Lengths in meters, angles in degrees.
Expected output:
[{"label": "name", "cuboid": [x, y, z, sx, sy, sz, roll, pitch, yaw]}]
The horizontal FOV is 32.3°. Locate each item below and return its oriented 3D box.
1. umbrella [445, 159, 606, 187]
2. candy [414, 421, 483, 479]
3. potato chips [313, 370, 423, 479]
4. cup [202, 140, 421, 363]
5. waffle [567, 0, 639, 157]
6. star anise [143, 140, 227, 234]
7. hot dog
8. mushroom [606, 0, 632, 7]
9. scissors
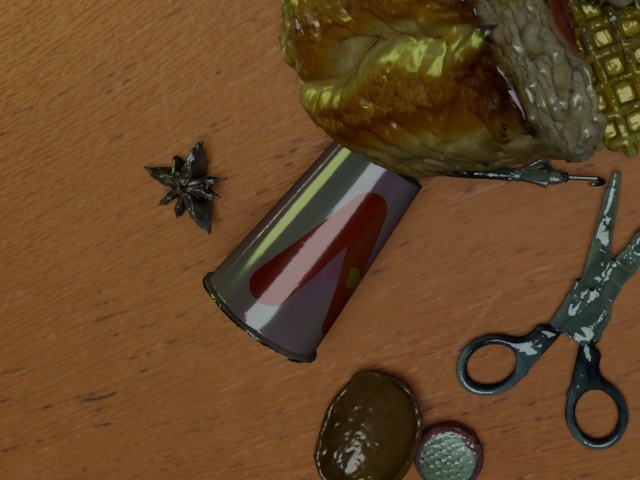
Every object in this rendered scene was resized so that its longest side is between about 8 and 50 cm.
[{"label": "umbrella", "cuboid": [0.254, -0.096, 1.513, 0.269, 0.044, 0.044, 5, 74, 10]}, {"label": "candy", "cuboid": [0.188, 0.316, 1.623, 0.103, 0.043, 0.103, 2, 102, 9]}, {"label": "potato chips", "cuboid": [0.076, 0.285, 1.636, 0.150, 0.049, 0.201, 22, 109, 15]}, {"label": "cup", "cuboid": [0.000, 0.000, 1.522, 0.203, 0.203, 0.288, 37, 101, 1]}, {"label": "waffle", "cuboid": [0.385, -0.237, 1.444, 0.261, 0.056, 0.250, 25, 108, 3]}, {"label": "star anise", "cuboid": [-0.186, -0.068, 1.601, 0.124, 0.056, 0.129, -21, 95, 27]}, {"label": "hot dog", "cuboid": [0.115, -0.234, 1.287, 0.365, 0.196, 0.367, -14, 103, 52]}, {"label": "mushroom", "cuboid": [0.295, -0.371, 1.337, 0.244, 0.243, 0.243, 3, 104, 11]}, {"label": "scissors", "cuboid": [0.366, 0.091, 1.538, 0.256, 0.029, 0.383, 23, 109, 6]}]
